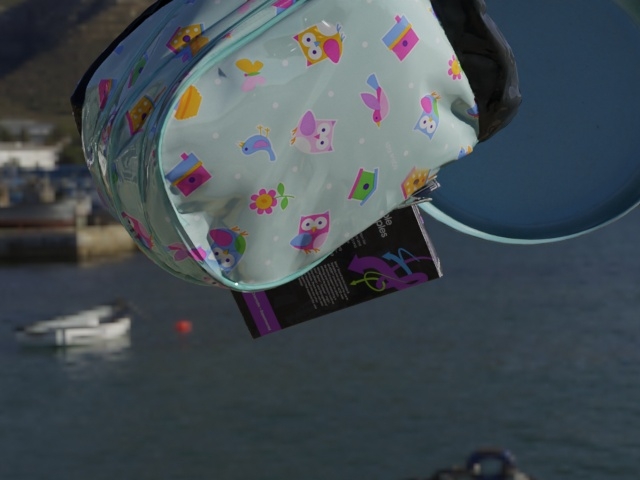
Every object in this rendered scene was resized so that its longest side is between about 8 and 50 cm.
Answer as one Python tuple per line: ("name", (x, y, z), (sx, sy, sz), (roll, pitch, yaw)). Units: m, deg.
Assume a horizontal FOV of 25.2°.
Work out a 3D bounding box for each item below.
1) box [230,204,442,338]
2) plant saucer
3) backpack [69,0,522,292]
("box", (0.000, 0.000, 1.110), (0.162, 0.116, 0.029), (-18, 21, 13))
("plant saucer", (0.201, -0.146, 1.406), (0.317, 0.318, 0.044), (-1, -12, 8))
("backpack", (-0.014, -0.063, 0.604), (0.182, 0.152, 0.115), (-35, 23, -12))
